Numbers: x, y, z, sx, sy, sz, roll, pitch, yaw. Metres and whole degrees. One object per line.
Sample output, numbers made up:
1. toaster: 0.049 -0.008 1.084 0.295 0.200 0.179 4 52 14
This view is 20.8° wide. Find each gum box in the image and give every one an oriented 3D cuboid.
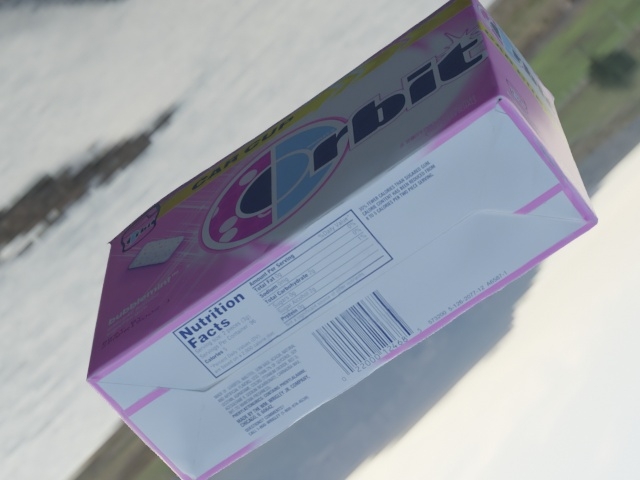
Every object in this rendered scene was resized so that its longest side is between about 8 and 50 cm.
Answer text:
1. gum box: 0.000 0.000 0.640 0.188 0.062 0.107 -34 -156 15
